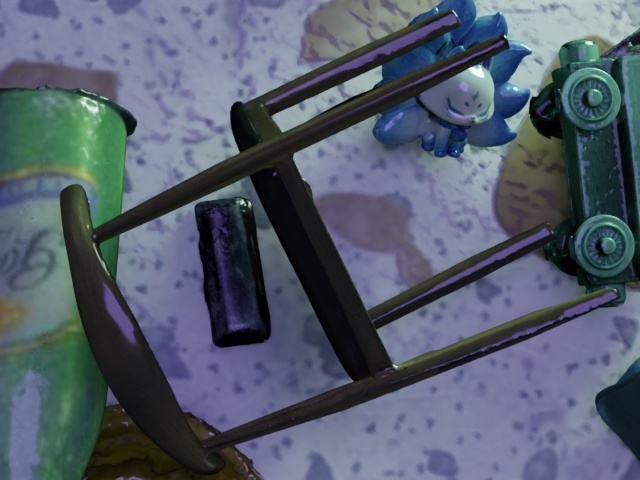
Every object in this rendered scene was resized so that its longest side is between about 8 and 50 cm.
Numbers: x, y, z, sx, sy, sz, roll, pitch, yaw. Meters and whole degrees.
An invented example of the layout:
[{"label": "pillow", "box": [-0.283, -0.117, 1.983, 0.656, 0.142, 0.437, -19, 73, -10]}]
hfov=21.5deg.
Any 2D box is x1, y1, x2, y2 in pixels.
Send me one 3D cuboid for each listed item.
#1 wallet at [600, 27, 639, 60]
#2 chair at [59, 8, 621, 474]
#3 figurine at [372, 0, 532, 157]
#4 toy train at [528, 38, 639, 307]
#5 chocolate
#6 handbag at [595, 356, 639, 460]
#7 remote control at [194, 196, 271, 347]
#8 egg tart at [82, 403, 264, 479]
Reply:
[{"label": "wallet", "box": [0.274, -0.119, 1.136, 0.166, 0.030, 0.111, -34, 90, -11]}, {"label": "chair", "box": [0.000, 0.000, 0.973, 0.272, 0.166, 0.188, -25, 104, 0]}, {"label": "figurine", "box": [0.084, -0.108, 1.069, 0.114, 0.079, 0.114, -5, 117, -10]}, {"label": "toy train", "box": [0.192, -0.045, 1.076, 0.099, 0.070, 0.172, -6, 90, -9]}, {"label": "chocolate", "box": [-0.165, 0.057, 0.958, 0.110, 0.110, 0.291, 2, 65, -8]}, {"label": "handbag", "box": [0.275, 0.153, 1.002, 0.062, 0.179, 0.229, -39, 88, -15]}, {"label": "remote control", "box": [-0.055, 0.019, 1.063, 0.039, 0.014, 0.096, -7, 78, -10]}, {"label": "egg tart", "box": [-0.105, 0.189, 0.990, 0.191, 0.074, 0.191, 2, 79, -11]}]
